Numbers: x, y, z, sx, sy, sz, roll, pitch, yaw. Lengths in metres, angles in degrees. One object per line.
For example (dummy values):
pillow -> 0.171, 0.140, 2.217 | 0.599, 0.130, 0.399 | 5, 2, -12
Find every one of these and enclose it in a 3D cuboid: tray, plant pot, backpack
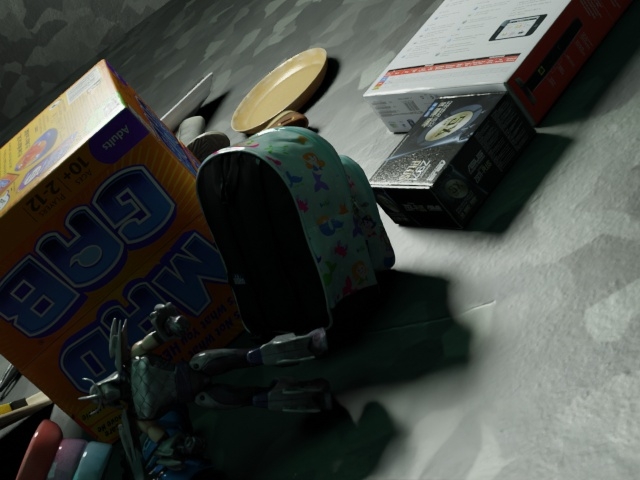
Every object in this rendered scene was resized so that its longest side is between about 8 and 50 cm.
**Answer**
tray -> -0.316, -0.254, 2.376 | 0.145, 0.030, 0.270 | -48, 5, 41
plant pot -> -0.074, -0.286, 2.157 | 0.236, 0.032, 0.236 | -33, 25, 18
backpack -> -0.039, -0.020, 1.416 | 0.191, 0.253, 0.225 | -34, 16, -35

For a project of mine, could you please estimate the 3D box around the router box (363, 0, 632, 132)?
router box -> 0.263, -0.294, 1.625 | 0.301, 0.082, 0.335 | -50, 26, -19

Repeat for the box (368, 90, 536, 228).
box -> 0.170, -0.107, 1.460 | 0.180, 0.077, 0.147 | -50, 27, -19

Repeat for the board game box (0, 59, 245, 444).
board game box -> -0.322, 0.005, 1.650 | 0.356, 0.356, 0.356 | -41, 25, 1

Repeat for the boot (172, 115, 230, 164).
boot -> -0.249, -0.194, 2.227 | 0.189, 0.076, 0.208 | -31, 20, 20

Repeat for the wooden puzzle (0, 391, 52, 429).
wooden puzzle -> -0.560, 0.306, 1.742 | 0.221, 0.044, 0.238 | -27, 0, 12

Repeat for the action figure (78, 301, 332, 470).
action figure -> -0.132, 0.157, 1.249 | 0.285, 0.185, 0.099 | -6, 8, -4

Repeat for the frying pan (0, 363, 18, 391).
frying pan -> -0.529, 0.138, 2.097 | 0.326, 0.053, 0.197 | -50, 18, -15

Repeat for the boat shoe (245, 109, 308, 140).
boat shoe -> -0.090, -0.163, 1.941 | 0.178, 0.064, 0.060 | -45, 23, -14

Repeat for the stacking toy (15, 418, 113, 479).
stacking toy -> -0.319, 0.383, 1.312 | 0.279, 0.130, 0.309 | 126, 162, -72

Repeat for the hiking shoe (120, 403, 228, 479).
hiking shoe -> -0.170, 0.289, 1.309 | 0.132, 0.113, 0.304 | -8, 26, 5
